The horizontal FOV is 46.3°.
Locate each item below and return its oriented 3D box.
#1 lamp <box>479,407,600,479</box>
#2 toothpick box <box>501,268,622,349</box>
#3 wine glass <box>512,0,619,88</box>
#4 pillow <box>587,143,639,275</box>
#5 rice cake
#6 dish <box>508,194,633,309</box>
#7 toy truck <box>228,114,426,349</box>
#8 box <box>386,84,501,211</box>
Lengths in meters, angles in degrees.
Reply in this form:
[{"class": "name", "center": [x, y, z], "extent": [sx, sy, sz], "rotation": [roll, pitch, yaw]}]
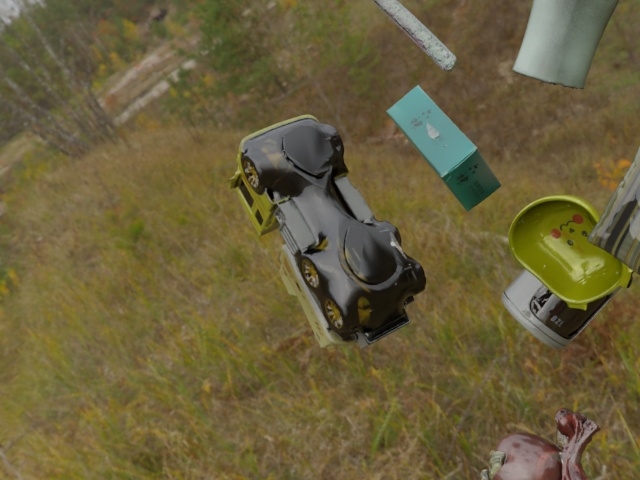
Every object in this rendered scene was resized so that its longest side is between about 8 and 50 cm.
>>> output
[{"class": "lamp", "center": [0.425, 0.438, 1.464], "extent": [0.223, 0.151, 0.215], "rotation": [1, 71, 11]}, {"class": "toothpick box", "center": [0.629, 0.094, 1.886], "extent": [0.316, 0.229, 0.229], "rotation": [-52, 19, 14]}, {"class": "wine glass", "center": [0.297, -0.294, 0.852], "extent": [0.103, 0.231, 0.103], "rotation": [12, 17, -4]}, {"class": "pillow", "center": [0.575, -0.034, 1.249], "extent": [0.052, 0.208, 0.212], "rotation": [0, 31, -40]}, {"class": "rice cake", "center": [0.164, -0.379, 1.332], "extent": [0.033, 0.207, 0.033], "rotation": [-46, -4, 11]}, {"class": "dish", "center": [0.555, 0.006, 1.633], "extent": [0.108, 0.262, 0.221], "rotation": [-37, -5, -43]}, {"class": "toy truck", "center": [0.000, 0.000, 1.309], "extent": [0.181, 0.405, 0.254], "rotation": [-24, -12, -27]}, {"class": "box", "center": [0.255, -0.194, 1.565], "extent": [0.092, 0.153, 0.245], "rotation": [-39, 50, 10]}]
